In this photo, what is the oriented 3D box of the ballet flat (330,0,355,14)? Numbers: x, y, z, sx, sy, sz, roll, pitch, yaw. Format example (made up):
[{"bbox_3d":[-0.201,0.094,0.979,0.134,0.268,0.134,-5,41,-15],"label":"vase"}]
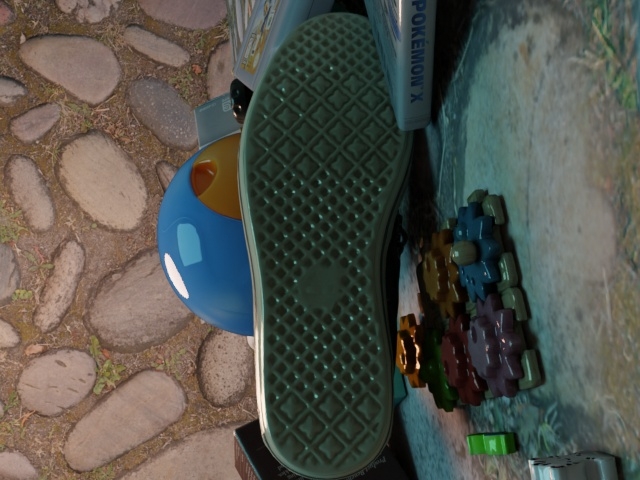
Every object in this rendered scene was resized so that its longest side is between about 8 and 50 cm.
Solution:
[{"bbox_3d":[0.009,-0.309,1.052,0.188,0.070,0.070,-104,12,-53],"label":"ballet flat"}]

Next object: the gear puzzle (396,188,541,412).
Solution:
[{"bbox_3d":[0.113,0.080,0.742,0.339,0.044,0.175,115,147,-71],"label":"gear puzzle"}]

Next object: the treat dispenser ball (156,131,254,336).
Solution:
[{"bbox_3d":[-0.082,-0.010,1.053,0.288,0.288,0.288,174,90,-80],"label":"treat dispenser ball"}]

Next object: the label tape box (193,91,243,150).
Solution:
[{"bbox_3d":[-0.115,-0.078,1.450,0.249,0.115,0.347,37,-144,-59],"label":"label tape box"}]

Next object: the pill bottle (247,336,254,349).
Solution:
[{"bbox_3d":[-0.097,0.095,1.610,0.153,0.153,0.264,101,160,-58],"label":"pill bottle"}]

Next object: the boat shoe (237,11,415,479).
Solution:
[{"bbox_3d":[0.007,-0.004,0.821,0.156,0.187,0.500,89,-178,-79],"label":"boat shoe"}]

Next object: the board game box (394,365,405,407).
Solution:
[{"bbox_3d":[0.062,0.172,1.071,0.210,0.047,0.160,105,157,-64],"label":"board game box"}]

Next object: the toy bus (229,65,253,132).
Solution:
[{"bbox_3d":[-0.066,-0.207,1.344,0.211,0.150,0.220,-71,-27,-83],"label":"toy bus"}]

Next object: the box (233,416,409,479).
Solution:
[{"bbox_3d":[0.001,0.324,1.010,0.203,0.168,0.167,56,158,24],"label":"box"}]

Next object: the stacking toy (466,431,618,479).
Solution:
[{"bbox_3d":[0.159,0.235,0.558,0.221,0.052,0.166,136,128,-78],"label":"stacking toy"}]

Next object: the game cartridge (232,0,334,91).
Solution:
[{"bbox_3d":[-0.050,-0.292,0.996,0.297,0.062,0.198,-128,52,-68],"label":"game cartridge"}]

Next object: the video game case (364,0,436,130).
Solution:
[{"bbox_3d":[0.054,-0.318,0.698,0.300,0.036,0.329,78,-178,-62],"label":"video game case"}]
